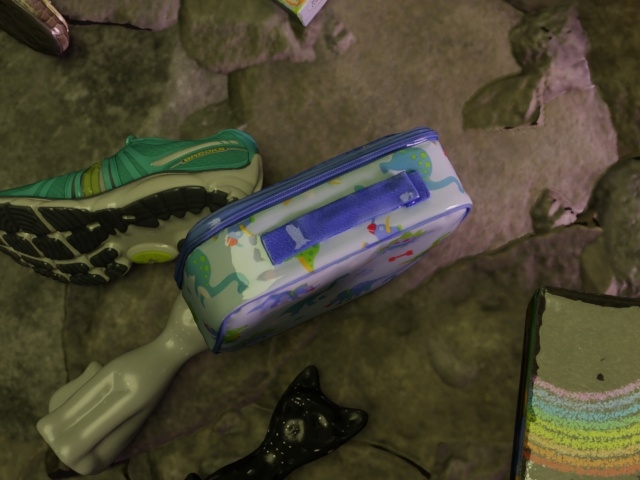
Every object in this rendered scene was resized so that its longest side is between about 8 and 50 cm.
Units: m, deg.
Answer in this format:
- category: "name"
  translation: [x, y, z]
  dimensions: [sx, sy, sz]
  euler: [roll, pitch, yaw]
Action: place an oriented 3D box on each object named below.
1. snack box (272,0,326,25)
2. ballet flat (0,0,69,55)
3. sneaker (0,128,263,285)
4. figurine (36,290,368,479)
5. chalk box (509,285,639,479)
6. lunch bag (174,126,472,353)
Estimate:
- category: "snack box"
  translation: [-0.009, -0.281, 0.906]
  dimensions: [0.100, 0.037, 0.141]
  euler: [40, 91, 15]
- category: "ballet flat"
  translation: [-0.323, -0.262, 0.953]
  dimensions: [0.249, 0.084, 0.058]
  euler: [36, 66, 17]
- category: "sneaker"
  translation: [-0.175, -0.034, 0.886]
  dimensions: [0.275, 0.107, 0.110]
  euler: [-8, 45, 18]
- category: "figurine"
  translation: [-0.101, 0.148, 0.846]
  dimensions: [0.209, 0.092, 0.215]
  euler: [-42, 76, -5]
- category: "chalk box"
  translation: [0.225, 0.192, 0.722]
  dimensions: [0.180, 0.179, 0.289]
  euler: [7, 84, 11]
- category: "lunch bag"
  translation: [0.000, 0.000, 0.772]
  dimensions: [0.218, 0.176, 0.090]
  euler: [-25, 80, -15]
